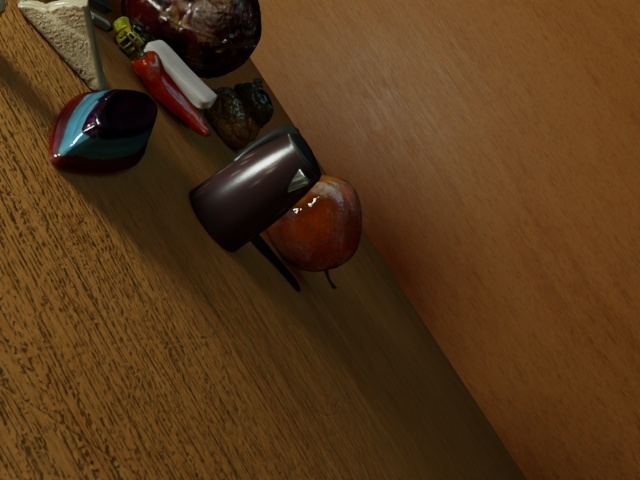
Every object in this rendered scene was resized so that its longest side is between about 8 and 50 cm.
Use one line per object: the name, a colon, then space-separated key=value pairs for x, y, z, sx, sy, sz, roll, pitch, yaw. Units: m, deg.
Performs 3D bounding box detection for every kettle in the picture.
kettle: x=-0.115 y=-0.112 z=1.313 sx=0.144 sy=0.232 sz=0.202 roll=50 pitch=11 yaw=-36

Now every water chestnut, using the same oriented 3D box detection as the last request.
water chestnut: x=-0.309 y=-0.535 z=1.675 sx=0.350 sy=0.302 sz=0.350 roll=18 pitch=47 yaw=-21

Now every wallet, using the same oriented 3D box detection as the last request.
wallet: x=-0.307 y=-0.366 z=1.518 sx=0.190 sy=0.033 sz=0.095 roll=47 pitch=22 yaw=-9

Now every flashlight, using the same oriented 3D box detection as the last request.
flashlight: x=-0.451 y=-0.447 z=1.406 sx=0.018 sy=0.018 sz=0.083 roll=56 pitch=10 yaw=5

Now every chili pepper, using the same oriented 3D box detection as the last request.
chili pepper: x=-0.329 y=-0.324 z=1.457 sx=0.272 sy=0.063 sz=0.071 roll=53 pitch=0 yaw=-21

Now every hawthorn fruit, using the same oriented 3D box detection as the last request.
hawthorn fruit: x=-0.004 y=-0.036 z=1.606 sx=0.263 sy=0.231 sz=0.235 roll=53 pitch=20 yaw=8

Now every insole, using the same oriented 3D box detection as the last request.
insole: x=-0.112 y=0.032 z=1.530 sx=0.232 sy=0.003 sz=0.080 roll=51 pitch=12 yaw=-29

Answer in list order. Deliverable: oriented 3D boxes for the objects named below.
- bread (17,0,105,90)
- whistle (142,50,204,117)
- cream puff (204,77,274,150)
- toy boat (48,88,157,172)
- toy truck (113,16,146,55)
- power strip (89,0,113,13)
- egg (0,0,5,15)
bread: x=-0.423 y=-0.323 z=1.139 sx=0.077 sy=0.105 sz=0.152 roll=-106 pitch=-169 yaw=-62
whistle: x=-0.331 y=-0.350 z=1.551 sx=0.198 sy=0.057 sz=0.104 roll=56 pitch=9 yaw=-5
cream puff: x=-0.207 y=-0.357 z=1.842 sx=0.183 sy=0.169 sz=0.183 roll=53 pitch=12 yaw=-16
toy boat: x=-0.317 y=-0.176 z=1.048 sx=0.136 sy=0.079 sz=0.392 roll=52 pitch=8 yaw=-15
toy truck: x=-0.413 y=-0.439 z=1.477 sx=0.054 sy=0.049 sz=0.083 roll=43 pitch=15 yaw=-48
power strip: x=-0.517 y=-0.593 z=1.431 sx=0.213 sy=0.064 sz=0.198 roll=57 pitch=12 yaw=1
egg: x=-0.440 y=-0.304 z=0.859 sx=0.071 sy=0.071 sz=0.083 roll=56 pitch=13 yaw=-1
